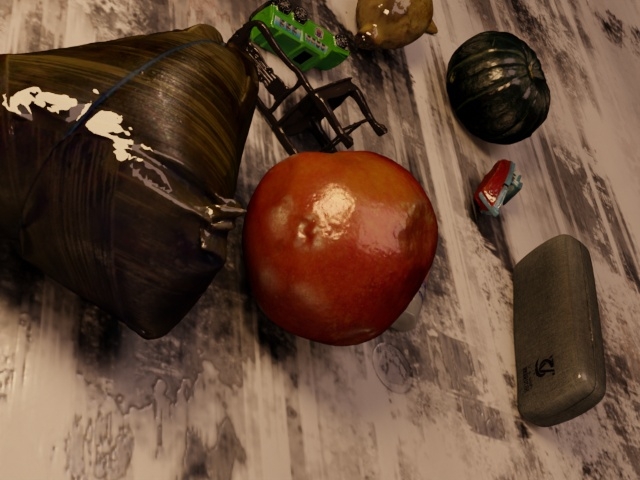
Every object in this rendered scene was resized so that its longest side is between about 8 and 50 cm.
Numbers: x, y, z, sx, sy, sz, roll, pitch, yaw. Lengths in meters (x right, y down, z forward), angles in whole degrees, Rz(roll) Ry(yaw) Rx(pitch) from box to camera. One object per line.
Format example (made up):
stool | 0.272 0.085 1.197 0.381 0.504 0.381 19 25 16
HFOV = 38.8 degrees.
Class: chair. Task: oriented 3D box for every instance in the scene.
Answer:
chair | -0.027 -0.210 1.295 0.229 0.106 0.113 56 37 3

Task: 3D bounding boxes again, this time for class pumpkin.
pumpkin | 0.332 -0.284 1.698 0.221 0.162 0.220 26 53 -40

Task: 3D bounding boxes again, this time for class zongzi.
zongzi | -0.275 -0.151 0.932 0.432 0.208 0.403 26 37 -14

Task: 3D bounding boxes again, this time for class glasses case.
glasses case | 0.367 0.133 1.416 0.074 0.131 0.323 32 41 -21

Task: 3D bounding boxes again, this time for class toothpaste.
toothpaste | 0.131 0.057 1.305 0.067 0.043 0.194 39 33 -13

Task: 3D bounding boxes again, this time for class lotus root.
lotus root | 0.126 -0.403 1.612 0.138 0.138 0.214 42 49 -15

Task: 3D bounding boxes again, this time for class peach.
peach | 0.025 0.010 1.075 0.199 0.244 0.243 77 -6 -68

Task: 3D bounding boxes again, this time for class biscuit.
biscuit | 0.194 -0.449 1.803 0.083 0.018 0.081 -1 61 -48

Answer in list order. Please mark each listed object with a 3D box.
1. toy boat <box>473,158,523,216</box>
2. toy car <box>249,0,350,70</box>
toy boat | 0.313 -0.089 1.592 0.059 0.069 0.173 42 32 -1
toy car | -0.031 -0.309 1.406 0.165 0.071 0.062 24 60 -33
